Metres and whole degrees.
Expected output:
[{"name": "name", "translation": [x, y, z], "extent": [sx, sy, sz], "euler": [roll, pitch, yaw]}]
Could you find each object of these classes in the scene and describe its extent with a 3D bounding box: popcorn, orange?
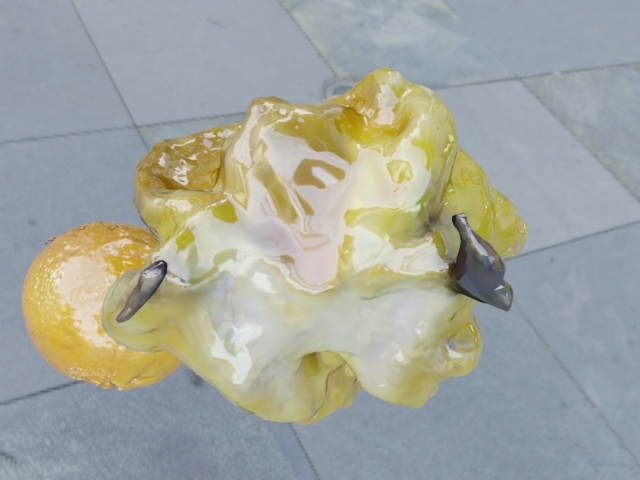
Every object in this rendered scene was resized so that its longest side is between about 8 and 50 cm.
[{"name": "popcorn", "translation": [0.000, 0.000, 0.610], "extent": [0.316, 0.297, 0.281], "euler": [23, 20, -9]}, {"name": "orange", "translation": [-0.386, 0.133, 1.411], "extent": [0.341, 0.340, 0.293], "euler": [10, 64, -11]}]
